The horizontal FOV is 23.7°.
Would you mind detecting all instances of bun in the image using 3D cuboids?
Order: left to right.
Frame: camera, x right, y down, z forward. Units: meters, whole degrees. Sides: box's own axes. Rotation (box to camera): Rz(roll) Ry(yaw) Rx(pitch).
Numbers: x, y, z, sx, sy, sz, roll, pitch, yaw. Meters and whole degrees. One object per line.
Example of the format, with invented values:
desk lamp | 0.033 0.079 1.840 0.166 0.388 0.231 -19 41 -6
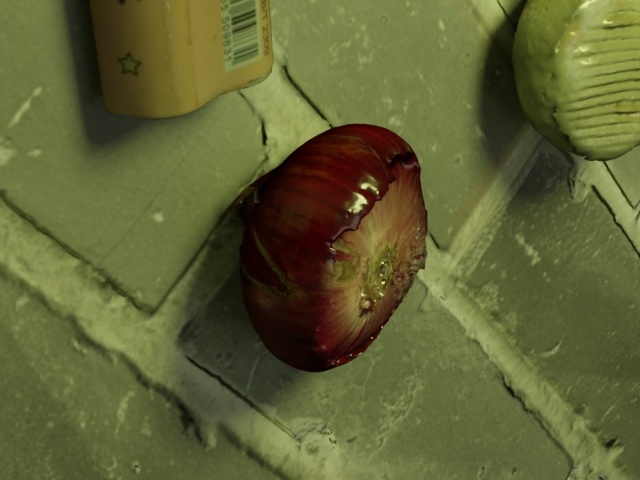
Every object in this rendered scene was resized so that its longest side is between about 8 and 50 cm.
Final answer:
bun | 0.295 -0.211 1.637 0.239 0.141 0.239 -19 124 -31

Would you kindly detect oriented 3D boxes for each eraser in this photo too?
eraser | -0.113 -0.258 1.236 0.171 0.087 0.290 -29 129 -36

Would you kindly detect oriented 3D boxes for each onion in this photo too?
onion | 0.011 0.003 1.439 0.248 0.161 0.248 -30 139 -30
